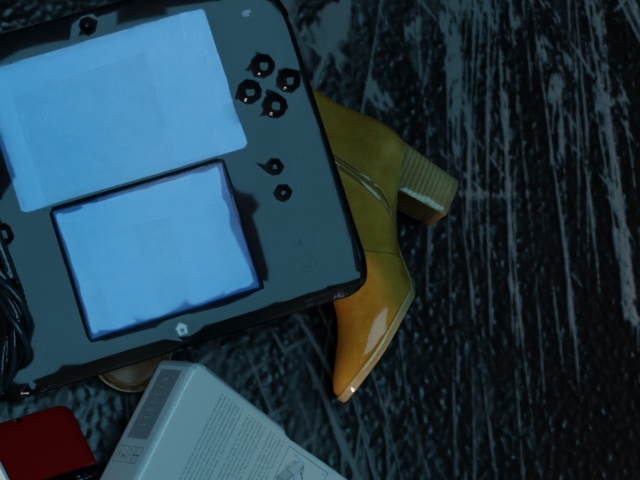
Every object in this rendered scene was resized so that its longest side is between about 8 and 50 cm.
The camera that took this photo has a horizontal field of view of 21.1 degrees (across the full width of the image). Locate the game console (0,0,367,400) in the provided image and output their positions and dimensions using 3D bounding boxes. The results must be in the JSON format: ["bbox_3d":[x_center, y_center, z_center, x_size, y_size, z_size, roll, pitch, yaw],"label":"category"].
[{"bbox_3d":[-0.181,-0.059,1.664,0.387,0.060,0.342,-17,82,-9],"label":"game console"}]

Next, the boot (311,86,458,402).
[{"bbox_3d":[0.001,-0.001,1.758,0.211,0.104,0.295,27,65,-7],"label":"boot"}]

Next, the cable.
[{"bbox_3d":[-0.344,0.067,1.590,0.151,0.047,0.184,-21,87,6],"label":"cable"}]

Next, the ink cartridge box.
[{"bbox_3d":[-0.113,0.306,1.643,0.261,0.066,0.296,42,64,-33],"label":"ink cartridge box"}]

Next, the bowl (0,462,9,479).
[{"bbox_3d":[-0.424,0.275,1.472,0.312,0.163,0.311,5,75,-21],"label":"bowl"}]

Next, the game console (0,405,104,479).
[{"bbox_3d":[-0.282,0.242,1.620,0.144,0.085,0.124,-15,114,-24],"label":"game console"}]

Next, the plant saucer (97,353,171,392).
[{"bbox_3d":[-0.188,0.109,1.691,0.083,0.013,0.083,5,75,-21],"label":"plant saucer"}]
